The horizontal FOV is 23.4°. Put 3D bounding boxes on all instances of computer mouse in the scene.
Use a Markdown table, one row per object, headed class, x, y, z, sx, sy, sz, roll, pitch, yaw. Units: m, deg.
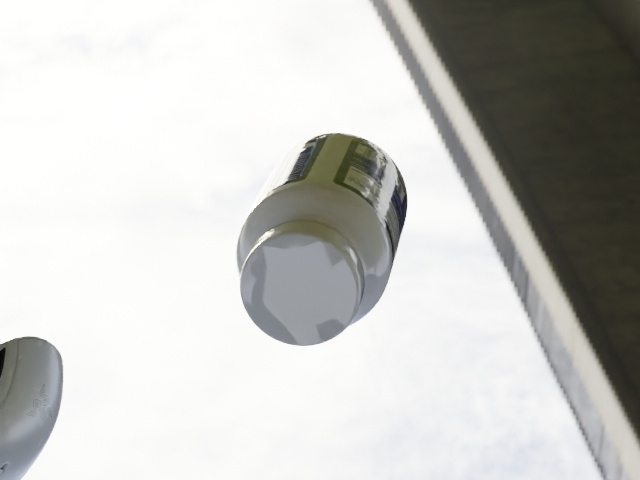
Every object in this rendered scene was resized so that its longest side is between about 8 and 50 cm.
| class | x | y | z | sx | sy | sz | roll | pitch | yaw |
| --- | --- | --- | --- | --- | --- | --- | --- | --- | --- |
| computer mouse | -0.213 | 0.142 | 0.910 | 0.042 | 0.106 | 0.193 | 34 | -92 | 41 |

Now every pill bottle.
| class | x | y | z | sx | sy | sz | roll | pitch | yaw |
| --- | --- | --- | --- | --- | --- | --- | --- | --- | --- |
| pill bottle | 0.000 | 0.000 | 0.938 | 0.094 | 0.094 | 0.169 | 5 | -160 | 7 |
